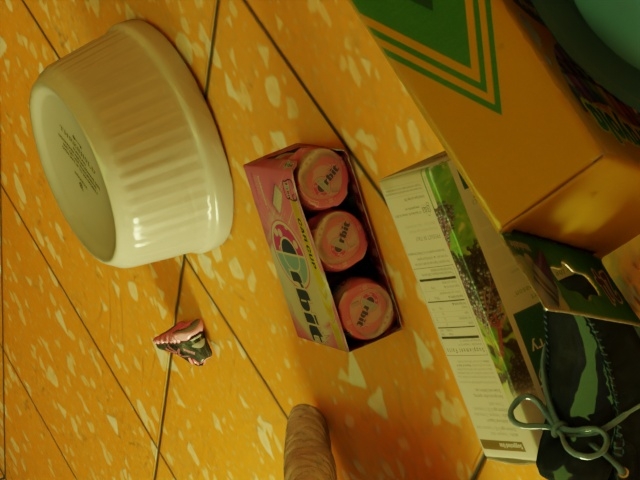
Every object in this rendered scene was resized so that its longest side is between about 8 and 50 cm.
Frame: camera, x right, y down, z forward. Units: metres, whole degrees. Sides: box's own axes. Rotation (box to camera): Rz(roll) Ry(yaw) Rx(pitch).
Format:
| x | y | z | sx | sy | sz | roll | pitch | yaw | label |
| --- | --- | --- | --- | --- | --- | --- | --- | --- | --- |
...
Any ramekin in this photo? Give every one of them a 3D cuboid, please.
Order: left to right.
| x | y | z | sx | sy | sz | roll | pitch | yaw | label |
| --- | --- | --- | --- | --- | --- | --- | --- | --- | --- |
| -0.213 | -0.094 | 2.020 | 0.273 | 0.127 | 0.273 | 49 | 152 | 37 | ramekin |

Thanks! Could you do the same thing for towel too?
| x | y | z | sx | sy | sz | roll | pitch | yaw | label |
| --- | --- | --- | --- | --- | --- | --- | --- | --- | --- |
| 0.007 | 0.345 | 1.836 | 0.332 | 0.053 | 0.317 | -105 | 6 | -82 | towel |

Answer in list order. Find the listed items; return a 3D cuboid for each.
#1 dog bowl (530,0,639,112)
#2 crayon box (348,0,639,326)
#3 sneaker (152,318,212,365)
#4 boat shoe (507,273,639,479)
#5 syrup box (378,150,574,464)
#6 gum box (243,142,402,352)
| x | y | z | sx | sy | sz | roll | pitch | yaw | label |
| --- | --- | --- | --- | --- | --- | --- | --- | --- | --- |
| 0.223 | -0.149 | 1.002 | 0.166 | 0.074 | 0.297 | 49 | 161 | -14 | dog bowl |
| 0.120 | -0.104 | 1.180 | 0.323 | 0.083 | 0.203 | 59 | -161 | 18 | crayon box |
| -0.162 | 0.128 | 2.239 | 0.057 | 0.047 | 0.119 | 58 | 160 | -8 | sneaker |
| 0.197 | 0.152 | 1.310 | 0.109 | 0.089 | 0.258 | 11 | 121 | 63 | boat shoe |
| 0.140 | 0.042 | 1.402 | 0.096 | 0.093 | 0.237 | -12 | 100 | 67 | syrup box |
| 0.000 | 0.000 | 1.716 | 0.107 | 0.062 | 0.188 | 11 | 122 | 64 | gum box |
